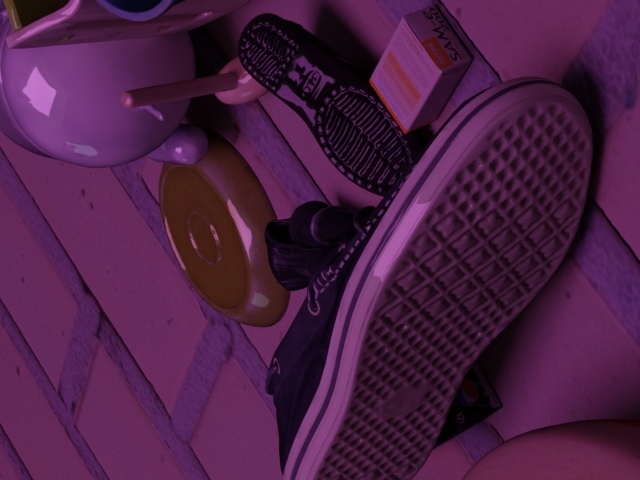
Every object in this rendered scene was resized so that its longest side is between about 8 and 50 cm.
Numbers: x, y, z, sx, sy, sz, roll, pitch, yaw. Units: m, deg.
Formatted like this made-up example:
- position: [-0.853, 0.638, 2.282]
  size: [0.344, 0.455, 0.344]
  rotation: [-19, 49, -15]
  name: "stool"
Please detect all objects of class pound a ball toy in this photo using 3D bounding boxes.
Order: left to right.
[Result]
- position: [-0.149, -0.227, 1.591]
  size: [0.135, 0.319, 0.208]
  rotation: [-22, 86, 33]
  name: "pound a ball toy"

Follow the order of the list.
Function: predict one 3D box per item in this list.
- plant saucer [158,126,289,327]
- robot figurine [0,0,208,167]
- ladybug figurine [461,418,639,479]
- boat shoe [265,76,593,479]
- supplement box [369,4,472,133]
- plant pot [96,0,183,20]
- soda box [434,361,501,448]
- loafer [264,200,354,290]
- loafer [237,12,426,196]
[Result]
- position: [-0.118, -0.008, 1.929]
  size: [0.241, 0.037, 0.241]
  rotation: [40, 143, 40]
  name: "plant saucer"
- position: [-0.249, -0.181, 1.812]
  size: [0.300, 0.200, 0.353]
  rotation: [36, 173, -20]
  name: "robot figurine"
- position: [0.252, 0.277, 1.374]
  size: [0.305, 0.162, 0.449]
  rotation: [64, 151, 4]
  name: "ladybug figurine"
- position: [0.069, 0.037, 1.462]
  size: [0.156, 0.186, 0.500]
  rotation: [65, 146, 35]
  name: "boat shoe"
- position: [0.085, -0.145, 1.474]
  size: [0.062, 0.036, 0.098]
  rotation: [57, 151, 16]
  name: "supplement box"
- position: [-0.075, -0.341, 1.369]
  size: [0.271, 0.255, 0.272]
  rotation: [39, 141, 40]
  name: "plant pot"
- position: [0.106, 0.168, 1.659]
  size: [0.060, 0.053, 0.169]
  rotation: [61, 152, 8]
  name: "soda box"
- position: [0.000, 0.000, 1.688]
  size: [0.078, 0.076, 0.223]
  rotation: [61, 156, -6]
  name: "loafer"
- position: [0.024, -0.129, 1.570]
  size: [0.220, 0.078, 0.080]
  rotation: [47, 114, 13]
  name: "loafer"
